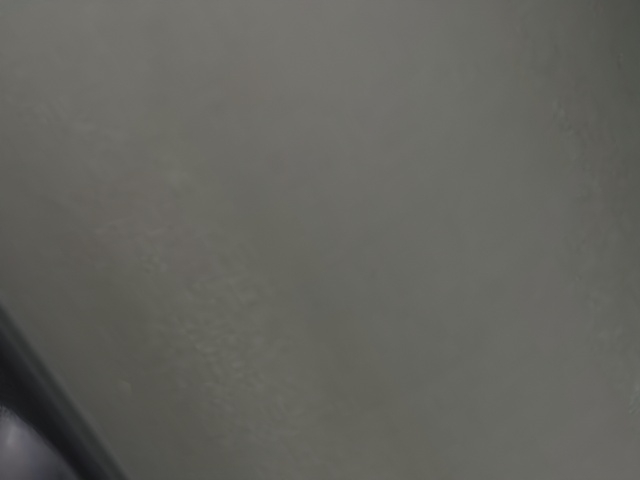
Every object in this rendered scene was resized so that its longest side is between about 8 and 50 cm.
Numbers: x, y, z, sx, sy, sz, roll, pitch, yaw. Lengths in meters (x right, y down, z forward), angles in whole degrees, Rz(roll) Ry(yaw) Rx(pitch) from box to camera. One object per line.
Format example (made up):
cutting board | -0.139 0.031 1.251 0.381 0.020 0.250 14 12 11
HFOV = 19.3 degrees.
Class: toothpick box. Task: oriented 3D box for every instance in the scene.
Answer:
toothpick box | 0.000 0.000 0.491 0.229 0.229 0.316 -52 125 -37
